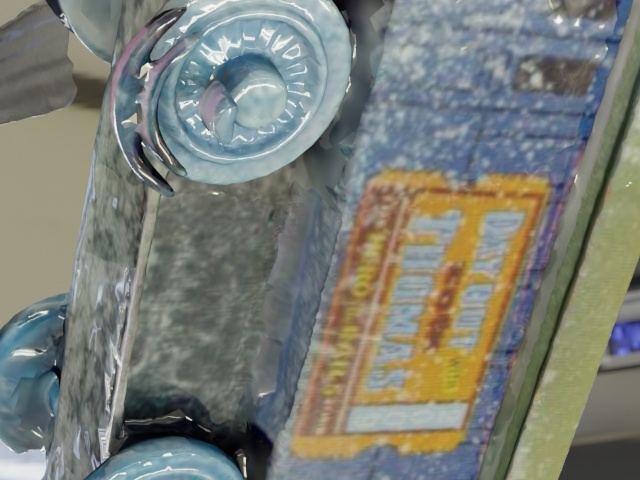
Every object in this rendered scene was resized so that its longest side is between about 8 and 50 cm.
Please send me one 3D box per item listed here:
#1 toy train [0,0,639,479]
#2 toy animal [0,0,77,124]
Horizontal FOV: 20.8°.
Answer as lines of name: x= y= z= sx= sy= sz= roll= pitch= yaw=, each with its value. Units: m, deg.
toy train: x=0.000 y=0.000 z=0.589 sx=0.202 sy=0.131 sz=0.299 roll=0 pitch=121 yaw=-25
toy animal: x=-0.197 y=-0.040 z=0.627 sx=0.367 sy=0.081 sz=0.206 roll=-9 pitch=-153 yaw=-39
